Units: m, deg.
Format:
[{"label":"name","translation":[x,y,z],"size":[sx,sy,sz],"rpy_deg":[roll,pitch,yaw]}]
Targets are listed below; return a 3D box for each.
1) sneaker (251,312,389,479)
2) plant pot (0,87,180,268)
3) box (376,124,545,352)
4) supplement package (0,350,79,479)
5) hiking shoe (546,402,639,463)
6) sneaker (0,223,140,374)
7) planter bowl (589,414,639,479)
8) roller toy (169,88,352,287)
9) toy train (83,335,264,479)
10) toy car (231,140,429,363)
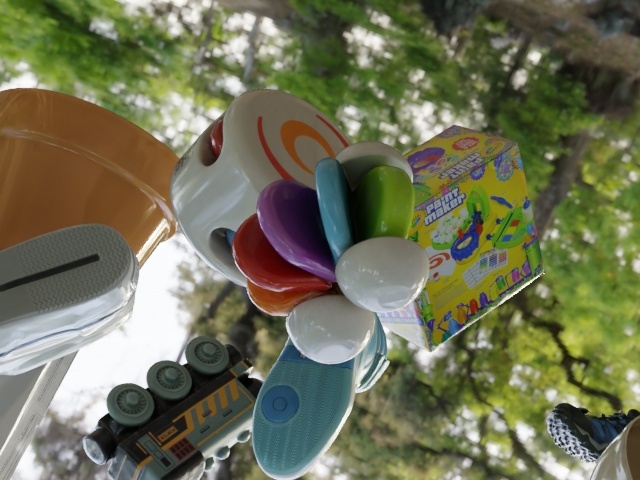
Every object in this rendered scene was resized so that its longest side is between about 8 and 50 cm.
[{"label":"sneaker","translation":[0.016,0.200,1.447],"size":[0.127,0.319,0.208],"rpy_deg":[12,154,21]},{"label":"plant pot","translation":[-0.332,-0.029,1.338],"size":[0.291,0.203,0.291],"rpy_deg":[17,156,8]},{"label":"box","translation":[0.220,-0.010,1.880],"size":[0.290,0.279,0.177],"rpy_deg":[-31,-148,-23]},{"label":"supplement package","translation":[-0.417,0.124,1.109],"size":[0.262,0.204,0.145],"rpy_deg":[25,163,0]},{"label":"hiking shoe","translation":[0.527,0.355,1.930],"size":[0.304,0.132,0.113],"rpy_deg":[38,166,-33]},{"label":"sneaker","translation":[-0.247,0.066,0.716],"size":[0.258,0.091,0.094],"rpy_deg":[-13,-123,-11]},{"label":"planter bowl","translation":[0.313,0.260,0.986],"size":[0.162,0.109,0.162],"rpy_deg":[22,-140,-20]},{"label":"roller toy","translation":[-0.056,-0.051,1.114],"size":[0.191,0.146,0.209],"rpy_deg":[-8,-117,-52]},{"label":"toy train","translation":[-0.224,0.295,1.728],"size":[0.190,0.142,0.334],"rpy_deg":[44,-136,15]},{"label":"toy car","translation":[0.000,0.000,0.881],"size":[0.136,0.182,0.159],"rpy_deg":[19,-135,-25]}]
